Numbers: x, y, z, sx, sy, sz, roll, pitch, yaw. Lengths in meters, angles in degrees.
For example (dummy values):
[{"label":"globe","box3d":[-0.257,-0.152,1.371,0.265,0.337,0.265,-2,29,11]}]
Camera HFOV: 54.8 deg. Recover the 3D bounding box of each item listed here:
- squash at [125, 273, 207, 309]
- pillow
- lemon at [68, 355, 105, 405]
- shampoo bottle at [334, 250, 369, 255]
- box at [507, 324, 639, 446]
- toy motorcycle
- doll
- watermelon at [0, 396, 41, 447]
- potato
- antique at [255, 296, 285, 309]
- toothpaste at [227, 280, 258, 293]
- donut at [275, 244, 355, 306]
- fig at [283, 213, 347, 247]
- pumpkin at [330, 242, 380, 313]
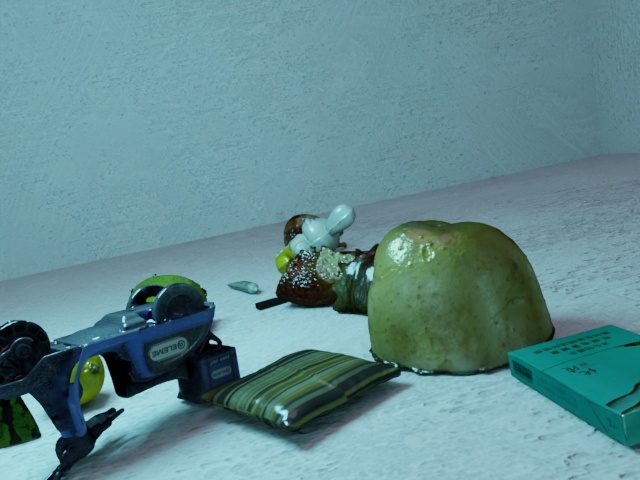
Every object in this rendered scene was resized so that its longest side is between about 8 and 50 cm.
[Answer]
[{"label":"squash","box3d":[-0.330,0.214,1.302,0.189,0.189,0.260,-11,44,0]},{"label":"pillow","box3d":[-0.030,0.204,0.877,0.208,0.052,0.212,-14,9,-41]},{"label":"lemon","box3d":[-0.419,0.227,1.038,0.133,0.109,0.109,-17,5,25]},{"label":"shampoo bottle","box3d":[0.065,0.066,1.568,0.085,0.085,0.244,-17,8,-36]},{"label":"box","box3d":[0.350,0.159,0.724,0.161,0.042,0.226,-14,8,-10]},{"label":"toy motorcycle","box3d":[-0.278,0.183,0.863,0.358,0.213,0.125,-14,6,-43]},{"label":"doll","box3d":[-0.014,-0.003,1.550,0.237,0.111,0.252,-35,-3,1]},{"label":"watermelon","box3d":[-0.485,0.281,0.965,0.135,0.125,0.094,21,-14,17]},{"label":"potato","box3d":[0.195,0.072,0.941,0.285,0.242,0.242,-3,11,29]},{"label":"antique","box3d":[-0.066,0.135,1.499,0.192,0.015,0.031,-14,8,-24]},{"label":"toothpaste","box3d":[-0.208,0.125,1.703,0.048,0.029,0.197,-12,5,-24]},{"label":"donut","box3d":[0.001,0.092,1.398,0.186,0.144,0.126,18,27,19]},{"label":"fig","box3d":[-0.002,-0.013,1.987,0.230,0.143,0.160,-7,37,-24]},{"label":"pumpkin","box3d":[0.146,0.076,1.242,0.254,0.130,0.149,-10,8,-3]}]
